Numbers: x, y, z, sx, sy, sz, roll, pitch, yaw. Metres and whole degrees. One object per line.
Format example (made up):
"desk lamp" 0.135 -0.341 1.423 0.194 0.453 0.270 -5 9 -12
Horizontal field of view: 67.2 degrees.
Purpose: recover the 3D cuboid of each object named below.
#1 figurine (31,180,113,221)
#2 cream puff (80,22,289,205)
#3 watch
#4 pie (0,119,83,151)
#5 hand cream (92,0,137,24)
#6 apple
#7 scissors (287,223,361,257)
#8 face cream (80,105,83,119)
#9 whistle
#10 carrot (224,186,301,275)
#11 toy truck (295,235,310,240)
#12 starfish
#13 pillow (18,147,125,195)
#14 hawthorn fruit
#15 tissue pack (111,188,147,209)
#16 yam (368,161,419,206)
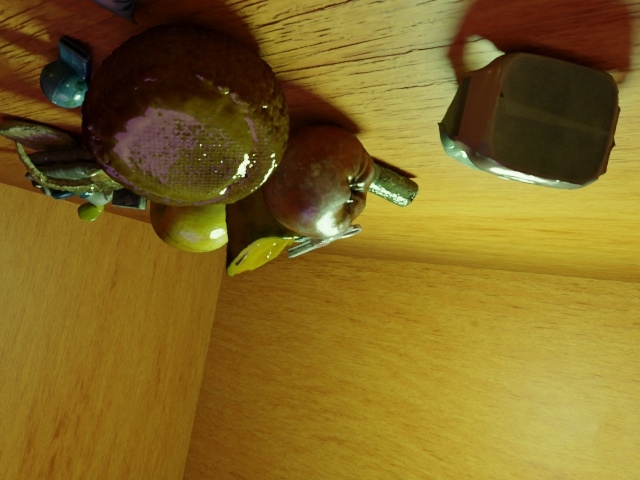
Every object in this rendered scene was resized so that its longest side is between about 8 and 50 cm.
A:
"figurine" -0.872 -0.230 1.703 0.283 0.205 0.338 19 158 -15
"cream puff" -0.195 -0.191 0.741 0.302 0.212 0.303 -9 142 -7
"watch" 0.296 -0.159 0.715 0.253 0.162 0.241 13 -175 -7
"pie" -0.791 -0.290 1.381 0.184 0.052 0.218 6 170 33
"hand cream" -0.238 -0.314 0.550 0.088 0.055 0.256 19 176 -27
"apple" -0.381 -0.094 1.455 0.232 0.287 0.285 3 178 -36
"scissors" 0.000 0.000 1.399 0.241 0.031 0.118 -22 166 27
"face cream" -0.415 -0.270 0.944 0.081 0.082 0.268 16 171 -37
"whistle" -0.449 -0.283 0.848 0.090 0.091 0.158 13 172 -23
"carrot" -0.131 -0.073 1.252 0.241 0.342 0.241 0 -177 0
"toy truck" 0.002 -0.085 1.480 0.177 0.177 0.363 -1 174 -13
"starfish" -0.465 -0.189 1.115 0.397 0.132 0.383 -18 -174 -44
"pillow" -0.662 -0.204 1.420 0.325 0.101 0.228 -3 175 11
"hawthorn fruit" -0.009 -0.132 0.998 0.235 0.231 0.263 27 -159 -42
"tissue pack" -0.609 -0.182 1.550 0.112 0.157 0.051 7 180 19
"yam" 0.165 -0.141 1.195 0.179 0.078 0.078 20 167 -39
